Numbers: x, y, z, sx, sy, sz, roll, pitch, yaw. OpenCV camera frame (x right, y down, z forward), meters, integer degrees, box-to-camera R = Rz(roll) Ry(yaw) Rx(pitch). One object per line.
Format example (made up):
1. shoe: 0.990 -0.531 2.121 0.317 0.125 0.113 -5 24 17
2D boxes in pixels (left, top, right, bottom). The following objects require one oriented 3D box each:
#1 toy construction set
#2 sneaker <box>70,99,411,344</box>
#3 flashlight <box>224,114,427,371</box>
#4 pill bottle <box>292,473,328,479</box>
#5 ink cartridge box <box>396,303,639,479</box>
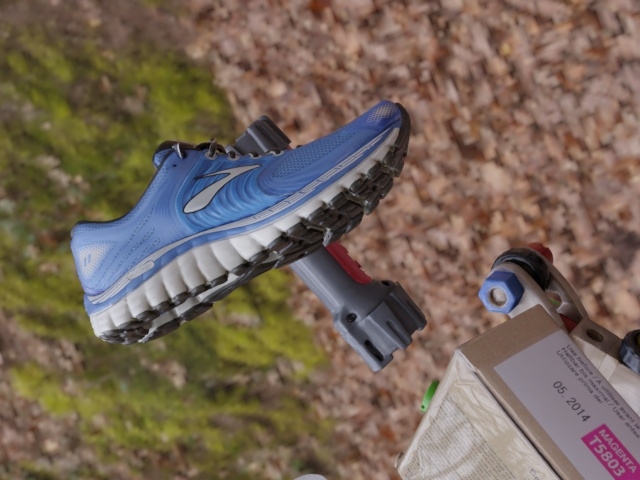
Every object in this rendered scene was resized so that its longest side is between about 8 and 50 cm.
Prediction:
1. toy construction set: 0.262 0.156 1.529 0.237 0.257 0.309 24 -173 16
2. sneaker: -0.074 -0.044 1.304 0.147 0.330 0.130 62 179 13
3. flashlight: 0.000 0.000 1.708 0.304 0.103 0.103 47 -166 -5
4. pill bottle: 0.008 0.335 1.668 0.152 0.086 0.086 64 171 -30
5. ink cartridge box: 0.174 0.194 1.081 0.234 0.088 0.193 52 149 21
